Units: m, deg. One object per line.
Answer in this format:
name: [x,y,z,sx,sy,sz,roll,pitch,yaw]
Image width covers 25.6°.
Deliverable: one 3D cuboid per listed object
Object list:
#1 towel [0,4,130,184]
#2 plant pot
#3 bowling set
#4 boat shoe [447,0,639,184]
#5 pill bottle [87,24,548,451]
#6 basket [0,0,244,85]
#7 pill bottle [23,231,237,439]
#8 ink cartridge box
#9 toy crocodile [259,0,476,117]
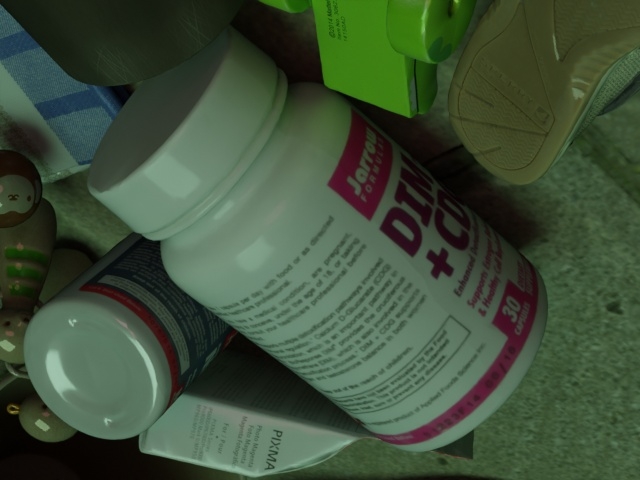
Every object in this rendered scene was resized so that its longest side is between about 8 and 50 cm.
towel: [-0.275,-0.108,0.988,0.285,0.034,0.209,-12,131,29]
plant pot: [-0.230,0.243,1.249,0.256,0.256,0.274,30,157,-15]
bowling set: [-0.268,0.033,0.986,0.287,0.154,0.200,11,154,-21]
boat shoe: [0.154,-0.138,0.741,0.103,0.092,0.285,42,146,12]
pill bottle: [0.000,0.000,0.909,0.283,0.160,0.160,39,137,-25]
basket: [-0.140,-0.203,0.735,0.204,0.154,0.227,-7,139,22]
pill bottle: [-0.114,0.049,0.981,0.108,0.180,0.108,11,119,21]
ink cartridge box: [-0.004,0.142,1.076,0.232,0.189,0.066,17,97,5]
toy crocodile: [0.022,-0.196,0.723,0.115,0.105,0.340,20,148,27]
